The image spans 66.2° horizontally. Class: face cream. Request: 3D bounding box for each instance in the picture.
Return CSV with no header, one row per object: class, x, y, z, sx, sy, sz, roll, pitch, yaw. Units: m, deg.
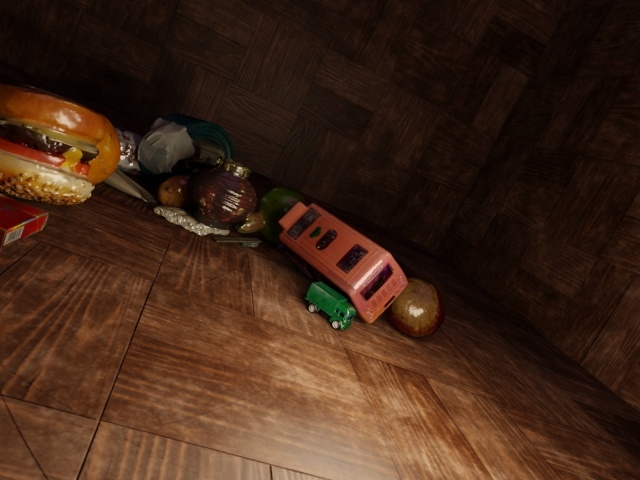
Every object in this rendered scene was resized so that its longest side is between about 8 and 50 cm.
face cream,-0.711,-0.221,1.661,0.341,0.084,0.137,32,2,-2

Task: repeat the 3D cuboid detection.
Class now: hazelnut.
hazelnut,0.307,0.231,1.607,0.208,0.208,0.208,25,11,-5

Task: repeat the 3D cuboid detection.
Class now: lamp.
lamp,-0.324,-0.160,1.635,0.246,0.247,0.247,25,11,-5

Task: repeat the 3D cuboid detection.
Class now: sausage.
sausage,-0.490,-0.176,1.775,0.120,0.136,0.241,40,18,6

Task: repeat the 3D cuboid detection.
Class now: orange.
orange,-0.726,-0.280,1.465,0.246,0.246,0.246,25,11,-5

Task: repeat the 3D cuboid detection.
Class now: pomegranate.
pomegranate,-0.184,-0.087,1.893,0.301,0.236,0.236,-15,36,-36

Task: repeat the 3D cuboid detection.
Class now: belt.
belt,-0.522,-0.341,1.961,0.172,0.301,0.436,17,9,17

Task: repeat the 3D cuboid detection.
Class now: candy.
candy,-0.770,-0.348,1.872,0.289,0.157,0.214,17,6,-45

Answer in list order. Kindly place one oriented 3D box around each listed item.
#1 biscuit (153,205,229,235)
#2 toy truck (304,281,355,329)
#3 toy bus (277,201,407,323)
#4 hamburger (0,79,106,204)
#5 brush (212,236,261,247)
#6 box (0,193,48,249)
biscuit,-0.427,-0.066,1.649,0.265,0.040,0.188,18,12,-35
toy truck,0.029,0.189,1.394,0.147,0.079,0.065,34,13,26
toy bus,0.051,0.054,1.553,0.426,0.203,0.233,36,-14,41
hamburger,-0.702,-0.225,1.177,0.329,0.250,0.330,11,-1,0
brush,-0.284,0.007,1.678,0.190,0.028,0.034,2,21,-46
box,-0.661,-0.044,1.015,0.112,0.048,0.175,23,12,-11
